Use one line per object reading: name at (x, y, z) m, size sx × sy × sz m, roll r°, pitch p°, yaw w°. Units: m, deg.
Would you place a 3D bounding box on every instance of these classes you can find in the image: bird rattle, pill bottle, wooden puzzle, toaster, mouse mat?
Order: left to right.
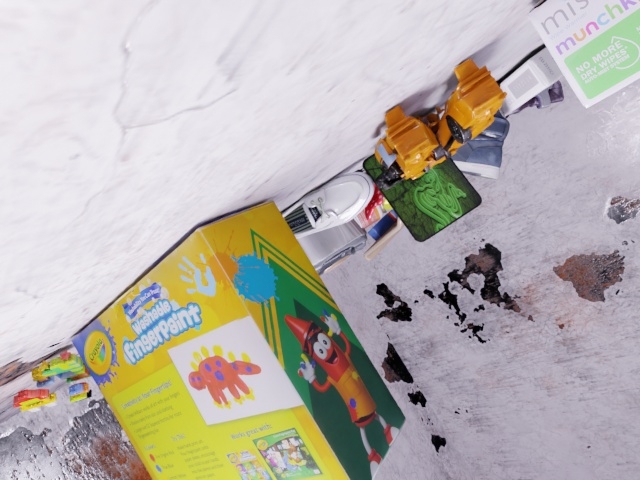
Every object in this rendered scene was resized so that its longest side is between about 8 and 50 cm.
toaster at (0.000, 0.000, 1.125) m, size 0.227 × 0.146 × 0.129 m, roll -32°, pitch 167°, yaw -4°
pill bottle at (0.089, -0.073, 1.457) m, size 0.216 × 0.121 × 0.121 m, roll -31°, pitch 179°, yaw -2°
bird rattle at (0.184, -0.167, 1.118) m, size 0.207 × 0.143 × 0.253 m, roll -45°, pitch 160°, yaw 25°
wooden puzzle at (0.289, -0.105, 1.522) m, size 0.322 × 0.080 × 0.348 m, roll -44°, pitch 172°, yaw -26°
mouse mat at (0.187, -0.108, 0.801) m, size 0.152 × 0.190 × 0.007 m, roll -32°, pitch 170°, yaw -9°

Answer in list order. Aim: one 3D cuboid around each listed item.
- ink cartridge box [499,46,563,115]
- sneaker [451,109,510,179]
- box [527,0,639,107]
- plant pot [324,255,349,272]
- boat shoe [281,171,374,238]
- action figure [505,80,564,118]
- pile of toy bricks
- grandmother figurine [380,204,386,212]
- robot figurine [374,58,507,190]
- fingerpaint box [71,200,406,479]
ink cartridge box at (0.472, -0.355, 0.922) m, size 0.261 × 0.066 × 0.296 m, roll -35°, pitch 180°, yaw -7°
sneaker at (0.284, -0.228, 0.928) m, size 0.226 × 0.164 × 0.086 m, roll 16°, pitch -168°, yaw 31°
box at (0.382, -0.276, 0.446) m, size 0.262 × 0.127 × 0.231 m, roll -31°, pitch -179°, yaw 39°
plant pot at (-0.014, 0.001, 1.279) m, size 0.237 × 0.110 × 0.237 m, roll -27°, pitch -159°, yaw 11°
boat shoe at (-0.002, -0.051, 0.815) m, size 0.226 × 0.083 × 0.076 m, roll -32°, pitch 180°, yaw 27°
action figure at (0.510, -0.359, 1.211) m, size 0.284 × 0.099 × 0.185 m, roll -28°, pitch -174°, yaw 5°
pile of toy bricks at (-0.490, 0.249, 0.856) m, size 0.212 × 0.118 × 0.105 m, roll -16°, pitch 147°, yaw -10°
grandmother figurine at (0.074, -0.045, 1.592) m, size 0.342 × 0.104 × 0.208 m, roll -34°, pitch -159°, yaw 4°
robot figurine at (0.168, -0.160, 0.659) m, size 0.211 × 0.085 × 0.291 m, roll -32°, pitch 178°, yaw 7°
fingerpaint box at (-0.156, 0.211, 0.689) m, size 0.444 × 0.371 × 0.163 m, roll -33°, pitch 178°, yaw 36°
